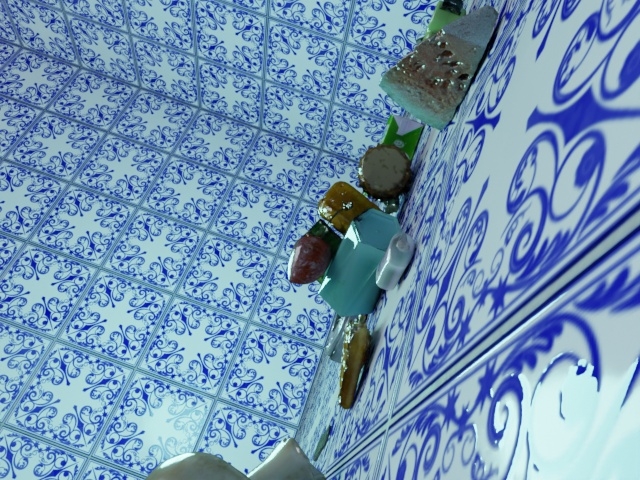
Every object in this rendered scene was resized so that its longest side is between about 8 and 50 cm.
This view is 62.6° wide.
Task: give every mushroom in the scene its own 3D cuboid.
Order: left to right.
[{"bbox_3d":[-0.128,0.430,0.787,0.290,0.297,0.298,-37,-27,-45],"label":"mushroom"}]

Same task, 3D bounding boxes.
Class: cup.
[{"bbox_3d":[0.089,0.042,1.121,0.134,0.148,0.236,-35,-23,-36],"label":"cup"}]

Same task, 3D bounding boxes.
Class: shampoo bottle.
[{"bbox_3d":[0.127,0.032,0.888,0.099,0.043,0.072,107,-178,-56],"label":"shampoo bottle"}]

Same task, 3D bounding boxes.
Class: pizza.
[{"bbox_3d":[0.067,0.209,1.011,0.195,0.052,0.185,-78,-1,-71],"label":"pizza"}]

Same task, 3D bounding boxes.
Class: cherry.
[{"bbox_3d":[0.000,0.000,1.148,0.226,0.090,0.107,-59,-12,-6],"label":"cherry"}]

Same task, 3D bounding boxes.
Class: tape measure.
[{"bbox_3d":[0.303,-0.513,1.372,0.200,0.106,0.175,-41,-26,-81],"label":"tape measure"}]

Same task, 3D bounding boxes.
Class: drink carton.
[{"bbox_3d":[0.224,-0.250,1.639,0.161,0.108,0.271,-72,1,-75],"label":"drink carton"}]

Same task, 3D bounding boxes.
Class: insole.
[{"bbox_3d":[0.002,0.493,1.277,0.193,0.006,0.065,107,-176,-53],"label":"insole"}]

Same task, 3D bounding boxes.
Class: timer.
[{"bbox_3d":[0.075,0.205,1.372,0.209,0.069,0.191,-66,-2,-50],"label":"timer"}]

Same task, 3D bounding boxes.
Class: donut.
[{"bbox_3d":[0.091,-0.052,1.338,0.114,0.226,0.226,-48,-2,2],"label":"donut"}]

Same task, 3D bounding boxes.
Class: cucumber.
[{"bbox_3d":[0.020,0.035,1.324,0.130,0.191,0.191,-47,-5,-7],"label":"cucumber"}]

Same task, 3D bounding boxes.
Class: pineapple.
[{"bbox_3d":[0.175,-0.157,1.414,0.310,0.141,0.170,16,-112,-81],"label":"pineapple"}]

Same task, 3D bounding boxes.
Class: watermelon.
[{"bbox_3d":[0.209,-0.302,0.889,0.241,0.154,0.095,142,150,-69],"label":"watermelon"}]
